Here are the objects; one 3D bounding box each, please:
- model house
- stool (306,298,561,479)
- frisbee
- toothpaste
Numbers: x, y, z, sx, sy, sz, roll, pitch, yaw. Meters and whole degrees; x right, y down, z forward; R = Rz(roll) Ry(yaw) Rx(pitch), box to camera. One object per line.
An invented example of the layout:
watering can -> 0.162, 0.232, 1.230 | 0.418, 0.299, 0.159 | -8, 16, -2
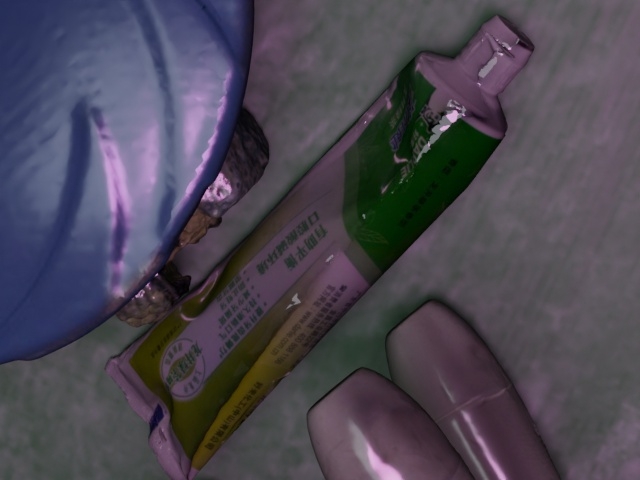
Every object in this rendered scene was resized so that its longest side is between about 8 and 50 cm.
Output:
model house -> -0.060, -0.014, 0.776 | 0.083, 0.079, 0.066 | -36, 94, 15
stool -> 0.030, 0.160, 0.739 | 0.195, 0.195, 0.198 | -41, 85, 16
frisbee -> -0.165, -0.088, 0.756 | 0.290, 0.049, 0.289 | -2, 86, 22
toothpaste -> 0.000, 0.000, 0.783 | 0.248, 0.047, 0.078 | -47, 59, 17
